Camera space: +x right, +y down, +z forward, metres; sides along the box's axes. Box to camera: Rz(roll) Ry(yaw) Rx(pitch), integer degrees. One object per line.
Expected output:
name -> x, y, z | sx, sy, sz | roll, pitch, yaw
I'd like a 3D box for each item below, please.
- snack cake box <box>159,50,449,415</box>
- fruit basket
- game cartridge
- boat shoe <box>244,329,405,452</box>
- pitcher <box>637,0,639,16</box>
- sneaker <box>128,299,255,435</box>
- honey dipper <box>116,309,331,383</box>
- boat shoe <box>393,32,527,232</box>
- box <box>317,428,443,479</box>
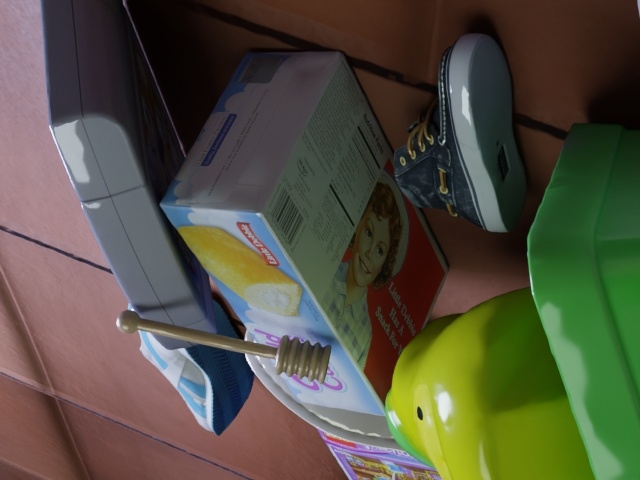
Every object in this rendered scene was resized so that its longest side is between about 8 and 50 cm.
snack cake box -> 0.000, 0.000, 0.936 | 0.089, 0.152, 0.264 | 5, 144, 31
fruit basket -> 0.186, 0.120, 0.781 | 0.392, 0.283, 0.392 | 7, 115, 16
game cartridge -> -0.141, -0.050, 0.936 | 0.062, 0.198, 0.297 | -17, 144, -1
boat shoe -> 0.085, 0.143, 1.149 | 0.324, 0.117, 0.097 | 18, 179, 14
pitcher -> 0.214, -0.129, 0.535 | 0.178, 0.125, 0.207 | 62, 177, 45
sneaker -> -0.140, 0.129, 1.350 | 0.092, 0.087, 0.229 | 19, 145, 29
honey dipper -> -0.073, 0.076, 0.898 | 0.160, 0.030, 0.030 | 11, 150, 3
boat shoe -> 0.086, -0.072, 0.836 | 0.083, 0.065, 0.183 | 13, 149, 25
box -> 0.152, 0.248, 1.318 | 0.293, 0.057, 0.201 | 10, 148, 28
